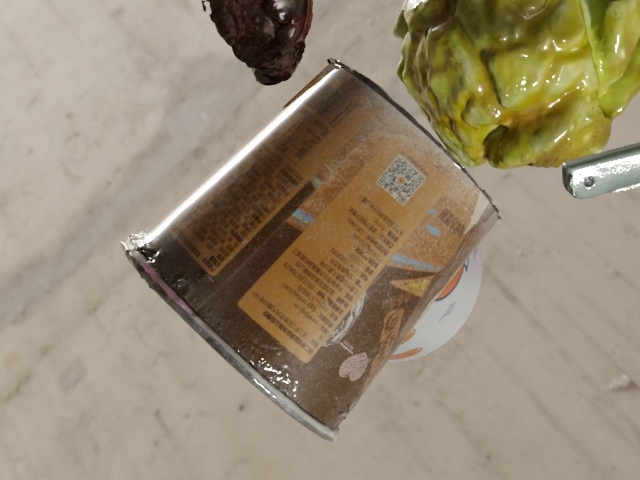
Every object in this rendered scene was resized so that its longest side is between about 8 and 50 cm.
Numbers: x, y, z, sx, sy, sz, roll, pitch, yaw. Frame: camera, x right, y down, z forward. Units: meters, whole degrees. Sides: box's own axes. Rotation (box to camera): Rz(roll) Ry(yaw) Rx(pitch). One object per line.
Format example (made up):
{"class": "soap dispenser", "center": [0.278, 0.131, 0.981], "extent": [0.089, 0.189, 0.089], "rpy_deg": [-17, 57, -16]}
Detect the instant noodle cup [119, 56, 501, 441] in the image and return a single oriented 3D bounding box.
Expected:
{"class": "instant noodle cup", "center": [0.000, 0.000, 0.947], "extent": [0.207, 0.217, 0.217], "rpy_deg": [-47, -132, 0]}

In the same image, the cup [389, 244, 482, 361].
{"class": "cup", "center": [0.022, 0.014, 1.336], "extent": [0.212, 0.317, 0.212], "rpy_deg": [-3, -97, 22]}

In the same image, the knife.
{"class": "knife", "center": [0.277, -0.063, 1.067], "extent": [0.162, 0.044, 0.023], "rpy_deg": [-13, -151, -4]}

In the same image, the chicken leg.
{"class": "chicken leg", "center": [-0.044, -0.298, 1.151], "extent": [0.083, 0.177, 0.322], "rpy_deg": [-4, -86, 20]}

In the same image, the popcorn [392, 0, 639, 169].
{"class": "popcorn", "center": [0.205, -0.208, 1.368], "extent": [0.282, 0.247, 0.282], "rpy_deg": [-35, -160, 14]}
